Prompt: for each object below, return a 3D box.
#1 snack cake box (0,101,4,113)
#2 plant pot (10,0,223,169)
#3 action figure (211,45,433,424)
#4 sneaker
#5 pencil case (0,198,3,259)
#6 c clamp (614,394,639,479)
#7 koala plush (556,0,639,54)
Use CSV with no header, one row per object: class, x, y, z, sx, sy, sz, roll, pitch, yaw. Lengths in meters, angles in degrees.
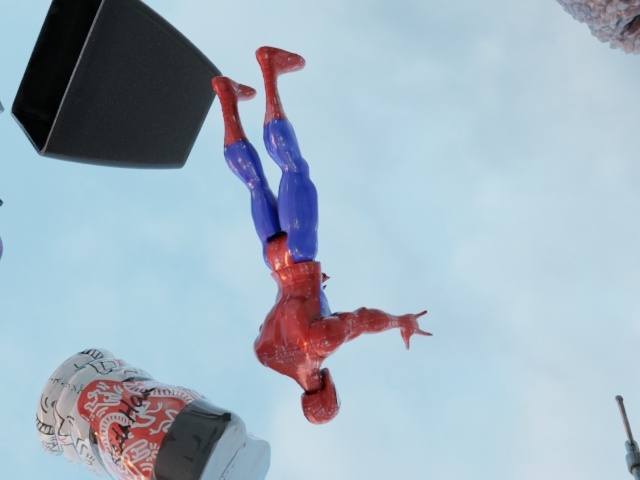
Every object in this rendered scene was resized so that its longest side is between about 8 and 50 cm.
snack cake box,-0.491,-0.118,0.593,0.152,0.089,0.264,26,-124,14
plant pot,-0.230,-0.181,0.685,0.167,0.187,0.188,19,-79,-42
action figure,0.000,0.000,0.476,0.139,0.092,0.280,6,-110,-48
sneaker,-0.128,0.171,0.482,0.145,0.270,0.090,21,-118,14
pencil case,-0.215,0.028,0.256,0.152,0.064,0.070,-39,-95,3
c clamp,0.275,0.233,0.481,0.137,0.022,0.160,61,-156,-18
koala plush,0.168,-0.182,0.227,0.221,0.203,0.196,12,-77,-58
